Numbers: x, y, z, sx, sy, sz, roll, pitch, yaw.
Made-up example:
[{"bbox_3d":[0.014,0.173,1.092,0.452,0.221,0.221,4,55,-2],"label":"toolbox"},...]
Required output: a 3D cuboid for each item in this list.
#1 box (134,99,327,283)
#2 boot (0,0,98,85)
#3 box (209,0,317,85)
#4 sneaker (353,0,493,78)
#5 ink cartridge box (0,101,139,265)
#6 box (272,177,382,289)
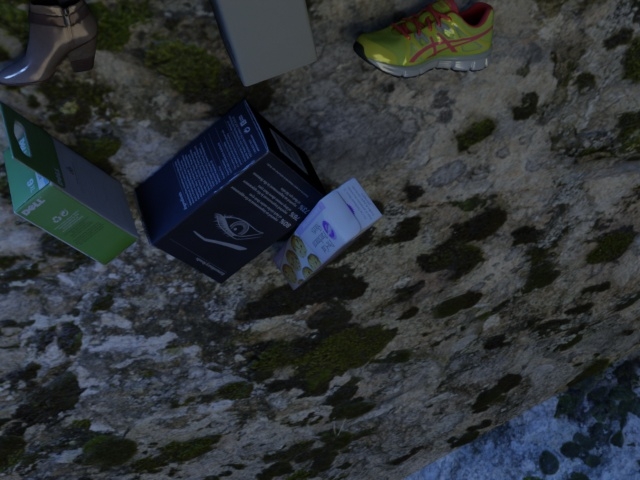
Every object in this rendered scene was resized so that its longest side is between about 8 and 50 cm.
[{"bbox_3d":[-0.121,-0.060,1.117,0.207,0.108,0.153,-36,142,13],"label":"box"},{"bbox_3d":[-0.300,-0.219,0.893,0.118,0.042,0.087,-16,135,-15],"label":"boot"},{"bbox_3d":[-0.083,-0.304,0.855,0.094,0.113,0.275,-21,141,-5],"label":"box"},{"bbox_3d":[0.136,-0.268,1.056,0.208,0.081,0.094,-12,134,-27],"label":"sneaker"},{"bbox_3d":[-0.320,-0.065,0.998,0.062,0.109,0.209,-36,141,11],"label":"ink cartridge box"},{"bbox_3d":[0.000,0.000,1.165,0.063,0.067,0.324,-35,177,-19],"label":"box"}]
